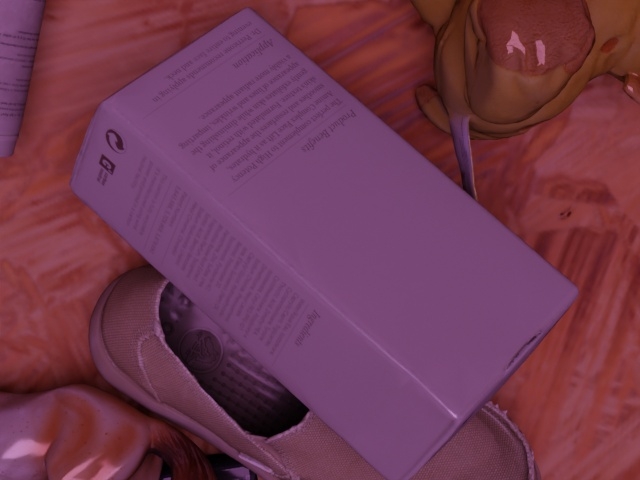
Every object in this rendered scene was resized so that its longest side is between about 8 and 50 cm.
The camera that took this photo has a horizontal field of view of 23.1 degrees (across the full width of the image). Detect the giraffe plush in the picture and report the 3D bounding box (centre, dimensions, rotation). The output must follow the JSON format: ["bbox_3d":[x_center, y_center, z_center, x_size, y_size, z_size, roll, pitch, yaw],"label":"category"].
[{"bbox_3d":[0.140,-0.125,0.790,0.170,0.181,0.210,-15,117,-9],"label":"giraffe plush"}]

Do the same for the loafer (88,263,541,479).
[{"bbox_3d":[0.001,0.092,0.838,0.268,0.092,0.102,24,73,-6],"label":"loafer"}]

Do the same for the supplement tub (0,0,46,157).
[{"bbox_3d":[-0.184,-0.103,0.819,0.071,0.071,0.107,12,97,-5],"label":"supplement tub"}]

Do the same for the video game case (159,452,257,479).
[{"bbox_3d":[-0.142,0.272,0.900,0.248,0.035,0.275,-8,99,-2],"label":"video game case"}]

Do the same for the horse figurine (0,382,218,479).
[{"bbox_3d":[-0.163,0.131,0.833,0.263,0.066,0.174,4,65,7],"label":"horse figurine"}]

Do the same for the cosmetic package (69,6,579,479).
[{"bbox_3d":[0.000,0.000,0.784,0.231,0.085,0.117,43,52,10],"label":"cosmetic package"}]
